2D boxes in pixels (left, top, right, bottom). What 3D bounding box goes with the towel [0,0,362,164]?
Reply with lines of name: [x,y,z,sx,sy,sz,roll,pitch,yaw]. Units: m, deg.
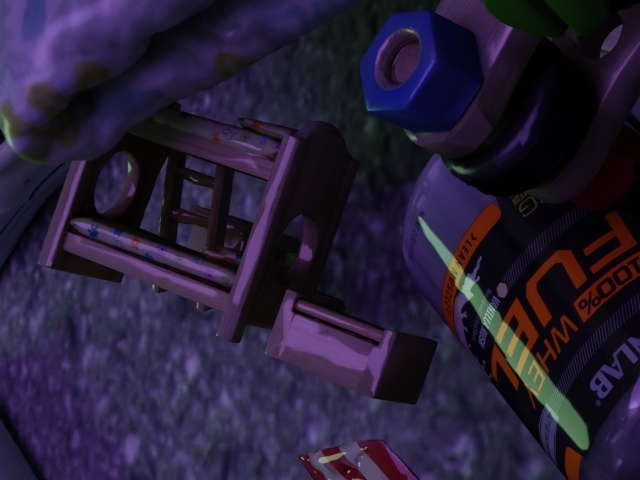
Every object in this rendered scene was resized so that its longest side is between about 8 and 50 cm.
towel: [-0.026,-0.242,0.819,0.374,0.090,0.320,-30,51,4]

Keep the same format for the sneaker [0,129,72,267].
sneaker: [-0.215,-0.044,1.073,0.258,0.091,0.094,-44,52,27]

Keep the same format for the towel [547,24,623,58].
towel: [0.145,-0.151,0.797,0.110,0.027,0.148,14,89,45]

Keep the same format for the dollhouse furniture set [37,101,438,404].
dollhouse furniture set: [0.000,0.000,0.829,0.182,0.161,0.101,20,92,29]

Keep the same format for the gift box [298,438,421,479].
gift box: [-0.003,0.219,0.644,0.276,0.258,0.255,-10,94,58]

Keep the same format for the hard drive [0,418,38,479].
hard drive: [-0.195,0.265,0.999,0.233,0.047,0.353,-57,48,17]

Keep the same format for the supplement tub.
supplement tub: [0.123,0.035,0.703,0.117,0.117,0.190,-54,48,19]

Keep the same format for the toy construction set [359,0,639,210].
toy construction set: [0.183,-0.126,0.587,0.257,0.309,0.237,146,140,-67]
